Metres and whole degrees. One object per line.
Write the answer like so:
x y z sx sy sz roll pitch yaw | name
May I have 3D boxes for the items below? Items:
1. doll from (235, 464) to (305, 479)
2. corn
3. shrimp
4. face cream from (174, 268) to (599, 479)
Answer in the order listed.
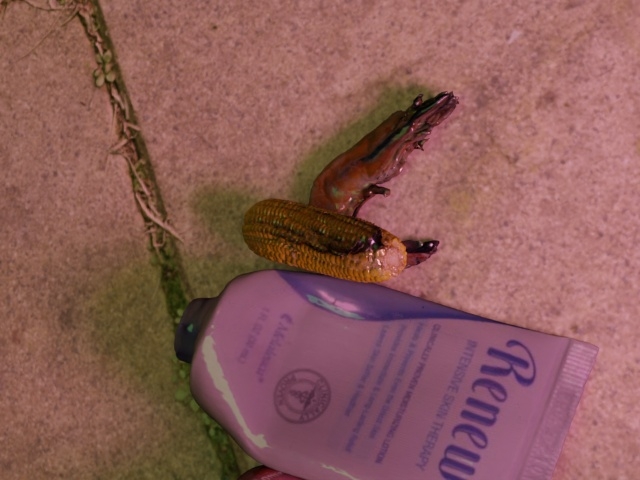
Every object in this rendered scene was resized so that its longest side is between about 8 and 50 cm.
-0.016 0.341 1.306 0.152 0.196 0.256 -36 76 18 | doll
0.000 0.000 1.371 0.203 0.072 0.072 14 90 41 | corn
0.082 -0.055 1.383 0.219 0.046 0.152 -45 66 19 | shrimp
0.042 0.149 1.334 0.420 0.137 0.235 17 66 21 | face cream
